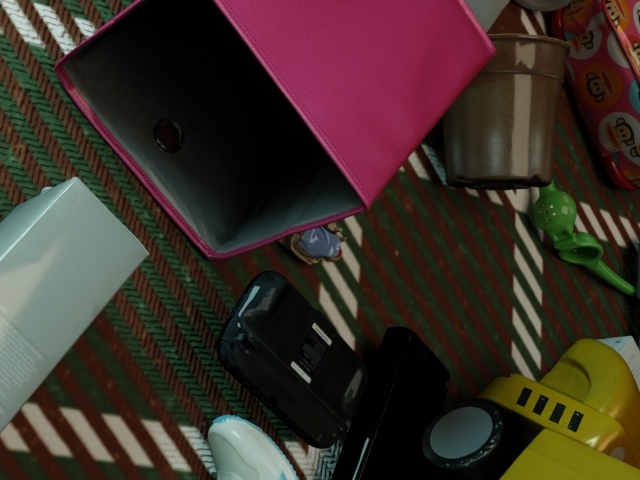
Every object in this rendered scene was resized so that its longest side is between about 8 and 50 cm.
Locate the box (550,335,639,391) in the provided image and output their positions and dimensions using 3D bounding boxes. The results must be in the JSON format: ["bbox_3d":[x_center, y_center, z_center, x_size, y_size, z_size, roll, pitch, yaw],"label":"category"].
[{"bbox_3d":[0.361,0.227,1.415,0.130,0.091,0.170,-39,105,-37],"label":"box"}]

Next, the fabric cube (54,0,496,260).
[{"bbox_3d":[-0.042,-0.174,1.080,0.254,0.259,0.258,51,52,-17],"label":"fabric cube"}]

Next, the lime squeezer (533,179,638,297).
[{"bbox_3d":[0.326,-0.018,1.479,0.310,0.059,0.110,55,21,-15],"label":"lime squeezer"}]

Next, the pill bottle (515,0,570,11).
[{"bbox_3d":[0.303,-0.391,1.510,0.086,0.086,0.152,25,65,-32],"label":"pill bottle"}]

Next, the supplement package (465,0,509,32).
[{"bbox_3d":[0.132,-0.383,1.236,0.198,0.199,0.262,21,54,-10],"label":"supplement package"}]

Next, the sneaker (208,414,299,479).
[{"bbox_3d":[-0.063,0.278,1.074,0.092,0.087,0.228,-19,88,-32],"label":"sneaker"}]

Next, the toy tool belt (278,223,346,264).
[{"bbox_3d":[0.000,0.000,1.205,0.083,0.051,0.052,25,66,-32],"label":"toy tool belt"}]

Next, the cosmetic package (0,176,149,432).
[{"bbox_3d":[-0.266,0.067,0.934,0.107,0.127,0.238,51,56,-18],"label":"cosmetic package"}]

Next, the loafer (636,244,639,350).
[{"bbox_3d":[0.489,0.136,1.523,0.109,0.095,0.302,4,82,-46],"label":"loafer"}]

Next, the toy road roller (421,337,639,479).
[{"bbox_3d":[0.290,0.244,1.187,0.240,0.330,0.202,-42,124,-19],"label":"toy road roller"}]

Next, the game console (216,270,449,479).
[{"bbox_3d":[0.024,0.151,1.138,0.361,0.044,0.213,49,52,-40],"label":"game console"}]

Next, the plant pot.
[{"bbox_3d":[0.214,-0.147,1.346,0.167,0.167,0.165,2,86,-38],"label":"plant pot"}]

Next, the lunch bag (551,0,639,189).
[{"bbox_3d":[0.466,-0.237,1.583,0.258,0.120,0.293,-26,96,-40],"label":"lunch bag"}]
